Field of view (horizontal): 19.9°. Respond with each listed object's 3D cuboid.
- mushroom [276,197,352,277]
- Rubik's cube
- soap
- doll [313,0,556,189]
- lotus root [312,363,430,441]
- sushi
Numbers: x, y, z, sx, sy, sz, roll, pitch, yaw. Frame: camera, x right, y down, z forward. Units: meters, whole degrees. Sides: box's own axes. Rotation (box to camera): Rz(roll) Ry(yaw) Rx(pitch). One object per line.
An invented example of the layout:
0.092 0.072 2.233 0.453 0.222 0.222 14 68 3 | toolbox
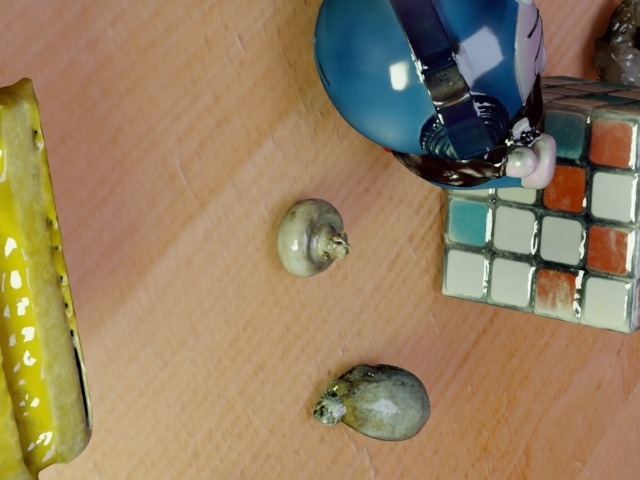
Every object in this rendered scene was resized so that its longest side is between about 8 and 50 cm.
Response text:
0.000 0.000 1.861 0.085 0.079 0.085 -15 109 -51 | mushroom
0.315 -0.052 2.143 0.259 0.256 0.253 -11 109 -54 | Rubik's cube
-0.323 0.064 1.352 0.293 0.156 0.335 -39 130 -47 | soap
0.123 -0.183 1.860 0.310 0.240 0.284 61 9 -61 | doll
0.061 0.178 2.007 0.165 0.088 0.088 10 91 -46 | lotus root
0.407 -0.248 2.363 0.103 0.097 0.226 63 35 -50 | sushi
